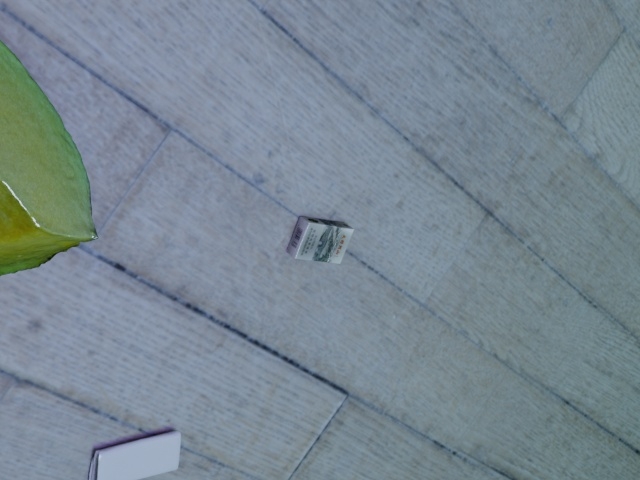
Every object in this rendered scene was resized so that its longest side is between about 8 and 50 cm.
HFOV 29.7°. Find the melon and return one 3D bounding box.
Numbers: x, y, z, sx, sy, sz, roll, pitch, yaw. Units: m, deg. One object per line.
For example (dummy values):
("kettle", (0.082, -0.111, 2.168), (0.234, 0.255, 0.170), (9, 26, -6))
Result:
("melon", (-0.381, -0.063, 1.108), (0.343, 0.226, 0.331), (30, 82, -59))

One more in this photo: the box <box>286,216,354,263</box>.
("box", (0.000, 0.000, 1.595), (0.083, 0.024, 0.054), (7, 109, -43))

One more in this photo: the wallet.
("wallet", (-0.239, 0.284, 1.566), (0.122, 0.025, 0.061), (-8, 122, -36))
